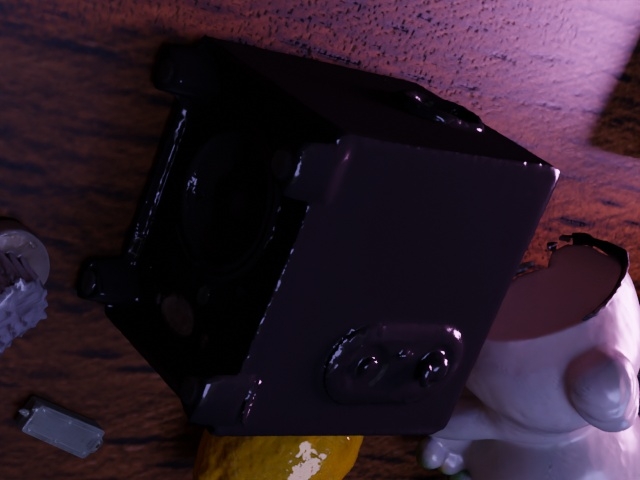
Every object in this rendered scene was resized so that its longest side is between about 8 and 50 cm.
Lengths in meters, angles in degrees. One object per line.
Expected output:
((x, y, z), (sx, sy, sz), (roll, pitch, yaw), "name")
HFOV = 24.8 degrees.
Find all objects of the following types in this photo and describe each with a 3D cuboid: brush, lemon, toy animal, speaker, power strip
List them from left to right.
((-0.308, 0.105, 0.941), (0.327, 0.065, 0.070), (-36, 136, -14), "brush")
((-0.195, 0.138, 1.081), (0.027, 0.017, 0.083), (-53, 136, 0), "power strip")
((-0.035, 0.163, 1.157), (0.155, 0.114, 0.114), (-40, 134, -12), "lemon")
((0.000, 0.000, 1.035), (0.254, 0.184, 0.232), (7, 112, -43), "speaker")
((0.226, 0.164, 1.291), (0.183, 0.247, 0.310), (-38, 123, -37), "toy animal")

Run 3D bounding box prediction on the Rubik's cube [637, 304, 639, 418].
((0.480, 0.163, 1.470), (0.260, 0.255, 0.259), (-35, 133, -17), "Rubik's cube")
